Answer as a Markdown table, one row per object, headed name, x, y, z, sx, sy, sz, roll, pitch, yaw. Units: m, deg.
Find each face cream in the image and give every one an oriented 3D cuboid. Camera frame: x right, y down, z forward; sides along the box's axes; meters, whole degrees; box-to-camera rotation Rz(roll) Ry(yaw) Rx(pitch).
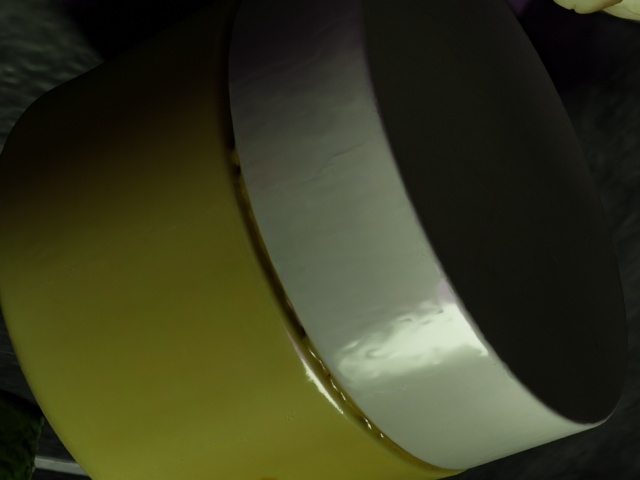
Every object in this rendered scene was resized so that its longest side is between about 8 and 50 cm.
| name | x | y | z | sx | sy | sz | roll | pitch | yaw |
| --- | --- | --- | --- | --- | --- | --- | --- | --- | --- |
| face cream | 0.000 | 0.000 | 0.609 | 0.179 | 0.218 | 0.218 | -23 | 138 | 26 |

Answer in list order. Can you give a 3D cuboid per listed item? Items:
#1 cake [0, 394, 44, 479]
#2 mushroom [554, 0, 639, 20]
| name | x | y | z | sx | sy | sz | roll | pitch | yaw |
| --- | --- | --- | --- | --- | --- | --- | --- | --- | --- |
| cake | -0.280 | 0.098 | 0.881 | 0.235 | 0.099 | 0.100 | 44 | 128 | -17 |
| mushroom | 0.109 | -0.138 | 0.513 | 0.148 | 0.112 | 0.148 | 23 | 149 | 15 |
